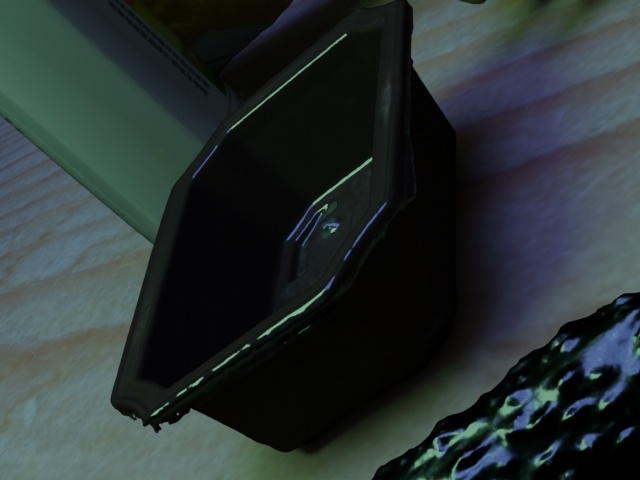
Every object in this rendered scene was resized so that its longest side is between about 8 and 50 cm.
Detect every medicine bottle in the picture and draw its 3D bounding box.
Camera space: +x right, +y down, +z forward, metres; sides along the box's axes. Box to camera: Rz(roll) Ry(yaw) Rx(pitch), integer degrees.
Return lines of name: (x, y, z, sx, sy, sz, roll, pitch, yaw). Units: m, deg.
medicine bottle: (-0.180, -0.136, 0.903, 0.124, 0.324, 0.179, -46, 22, 9)

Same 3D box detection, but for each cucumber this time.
cucumber: (0.031, 0.110, 0.446, 0.300, 0.072, 0.072, -40, 23, 14)

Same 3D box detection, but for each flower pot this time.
flower pot: (0.000, 0.000, 0.669, 0.179, 0.084, 0.251, -36, 26, 26)

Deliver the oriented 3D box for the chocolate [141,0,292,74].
chocolate: (-0.093, -0.215, 1.016, 0.445, 0.162, 0.162, -35, 24, 49)

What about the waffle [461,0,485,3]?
waffle: (0.200, -0.299, 0.786, 0.380, 0.095, 0.382, -36, 22, 25)
